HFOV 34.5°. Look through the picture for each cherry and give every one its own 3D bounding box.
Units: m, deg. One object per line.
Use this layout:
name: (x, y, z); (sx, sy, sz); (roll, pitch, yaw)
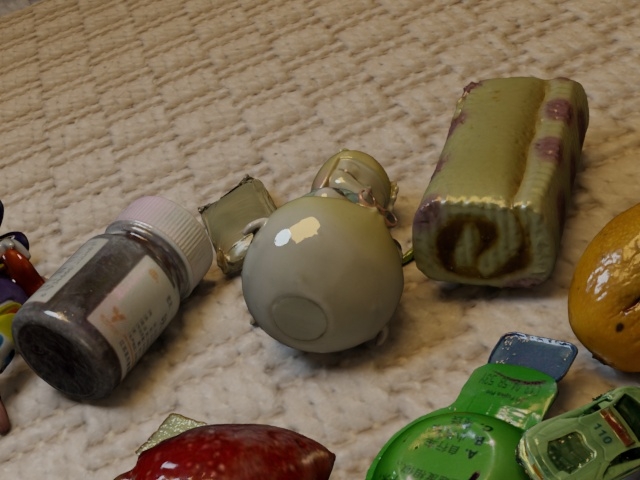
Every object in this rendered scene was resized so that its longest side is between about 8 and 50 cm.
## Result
cherry: (-0.097, 0.265, 1.039); (0.250, 0.192, 0.175); (-20, 70, -18)

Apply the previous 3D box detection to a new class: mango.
mango: (0.401, 0.023, 1.123); (0.295, 0.120, 0.177); (-40, 71, 3)

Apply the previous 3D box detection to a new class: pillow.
pillow: (-0.118, -0.025, 1.571); (0.119, 0.053, 0.208); (-26, 34, -2)

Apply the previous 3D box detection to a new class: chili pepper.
chili pepper: (0.124, 0.011, 1.427); (0.083, 0.017, 0.030); (-39, 36, -25)

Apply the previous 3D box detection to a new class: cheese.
cheese: (0.162, 0.214, 1.060); (0.204, 0.083, 0.320); (9, 46, 39)

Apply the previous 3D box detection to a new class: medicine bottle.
medicine bottle: (-0.278, 0.074, 1.417); (0.165, 0.165, 0.273); (5, 39, 32)

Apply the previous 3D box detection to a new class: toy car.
toy car: (0.274, 0.191, 1.000); (0.186, 0.058, 0.093); (-17, 58, -28)

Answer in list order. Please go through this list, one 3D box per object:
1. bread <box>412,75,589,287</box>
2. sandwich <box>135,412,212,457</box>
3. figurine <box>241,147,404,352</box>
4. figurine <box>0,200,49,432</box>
bread: (0.247, -0.083, 1.376); (0.187, 0.155, 0.338); (4, 37, 19)
sandwich: (-0.160, 0.252, 1.217); (0.105, 0.035, 0.093); (6, 40, 31)
figurine: (0.000, 0.000, 1.391); (0.274, 0.226, 0.394); (-36, 18, 32)
figurine: (-0.491, 0.096, 1.509); (0.193, 0.154, 0.421); (-33, 34, -11)
